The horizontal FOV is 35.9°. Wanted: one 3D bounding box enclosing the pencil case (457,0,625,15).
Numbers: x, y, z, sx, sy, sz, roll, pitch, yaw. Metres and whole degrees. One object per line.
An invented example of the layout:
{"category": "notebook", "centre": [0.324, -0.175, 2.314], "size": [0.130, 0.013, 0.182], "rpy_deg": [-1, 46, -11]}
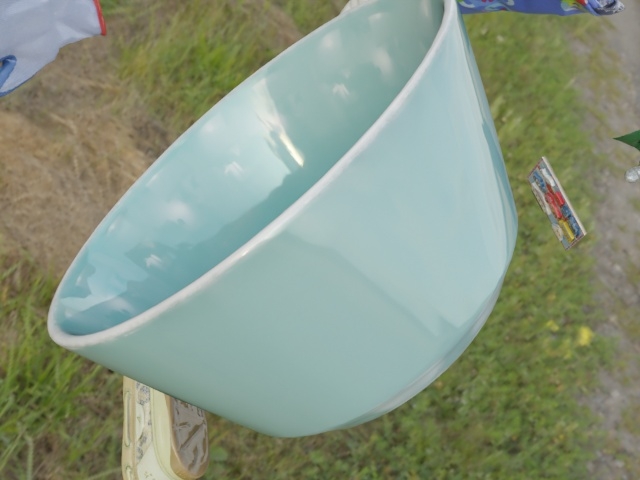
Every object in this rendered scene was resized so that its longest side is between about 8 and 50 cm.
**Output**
{"category": "pencil case", "centre": [0.171, -0.284, 1.013], "size": [0.133, 0.306, 0.119], "rpy_deg": [30, 74, -44]}

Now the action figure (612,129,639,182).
{"category": "action figure", "centre": [0.421, -0.113, 1.047], "size": [0.137, 0.232, 0.063], "rpy_deg": [40, 58, 2]}

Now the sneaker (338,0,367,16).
{"category": "sneaker", "centre": [0.065, -0.097, 0.929], "size": [0.114, 0.152, 0.305], "rpy_deg": [15, 53, -36]}

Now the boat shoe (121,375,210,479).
{"category": "boat shoe", "centre": [-0.192, 0.144, 1.126], "size": [0.104, 0.089, 0.285], "rpy_deg": [47, 26, -47]}

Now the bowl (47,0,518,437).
{"category": "bowl", "centre": [0.000, 0.000, 0.622], "size": [0.163, 0.311, 0.312], "rpy_deg": [48, 31, -20]}

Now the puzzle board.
{"category": "puzzle board", "centre": [0.343, -0.052, 1.448], "size": [0.011, 0.096, 0.128], "rpy_deg": [-23, 77, -9]}

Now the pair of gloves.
{"category": "pair of gloves", "centre": [-0.237, -0.199, 0.710], "size": [0.159, 0.198, 0.023], "rpy_deg": [-29, 43, -27]}
